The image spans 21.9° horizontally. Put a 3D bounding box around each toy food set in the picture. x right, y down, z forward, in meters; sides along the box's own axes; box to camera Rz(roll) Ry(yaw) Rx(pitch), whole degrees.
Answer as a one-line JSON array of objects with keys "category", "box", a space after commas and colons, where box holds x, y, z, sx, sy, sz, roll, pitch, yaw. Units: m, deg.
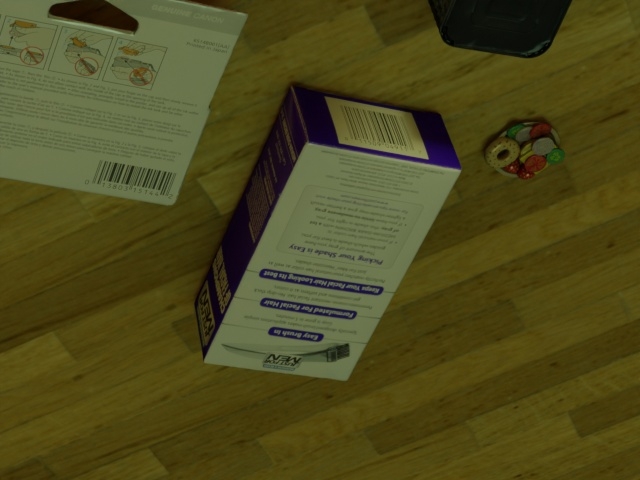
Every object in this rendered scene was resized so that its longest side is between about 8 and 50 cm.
[{"category": "toy food set", "box": [0.231, -0.101, 1.860, 0.082, 0.020, 0.083, -37, 129, 21]}]

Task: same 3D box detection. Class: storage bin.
[{"category": "storage bin", "box": [0.190, -0.280, 1.638, 0.122, 0.084, 0.180, 7, 132, -18]}]

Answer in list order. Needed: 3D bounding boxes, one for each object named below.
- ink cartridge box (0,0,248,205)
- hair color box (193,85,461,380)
[{"category": "ink cartridge box", "box": [-0.252, -0.168, 1.655, 0.296, 0.066, 0.261, 9, 130, -21]}, {"category": "hair color box", "box": [0.000, 0.000, 1.844, 0.185, 0.110, 0.339, 9, 128, -22]}]
